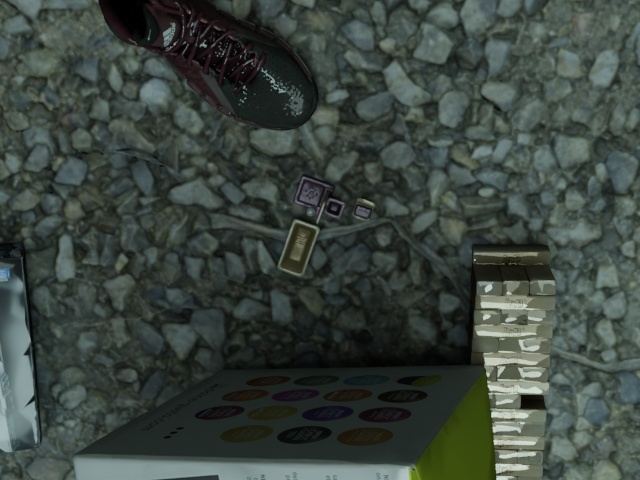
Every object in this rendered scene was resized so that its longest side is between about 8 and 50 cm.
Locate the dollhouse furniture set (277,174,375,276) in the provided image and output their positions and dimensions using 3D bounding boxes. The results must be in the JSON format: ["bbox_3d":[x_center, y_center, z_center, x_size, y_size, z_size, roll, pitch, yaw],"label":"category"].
[{"bbox_3d":[0.000,0.000,1.240,0.091,0.081,0.114,20,107,-1],"label":"dollhouse furniture set"}]

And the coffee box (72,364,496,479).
[{"bbox_3d":[-0.005,0.330,1.125,0.334,0.337,0.338,-3,97,20],"label":"coffee box"}]

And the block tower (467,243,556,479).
[{"bbox_3d":[0.214,0.177,1.266,0.090,0.097,0.336,1,105,4],"label":"block tower"}]

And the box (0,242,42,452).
[{"bbox_3d":[-0.491,0.138,1.279,0.307,0.076,0.243,-4,105,-13],"label":"box"}]

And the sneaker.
[{"bbox_3d":[-0.132,-0.198,1.152,0.281,0.162,0.106,34,106,-5],"label":"sneaker"}]
